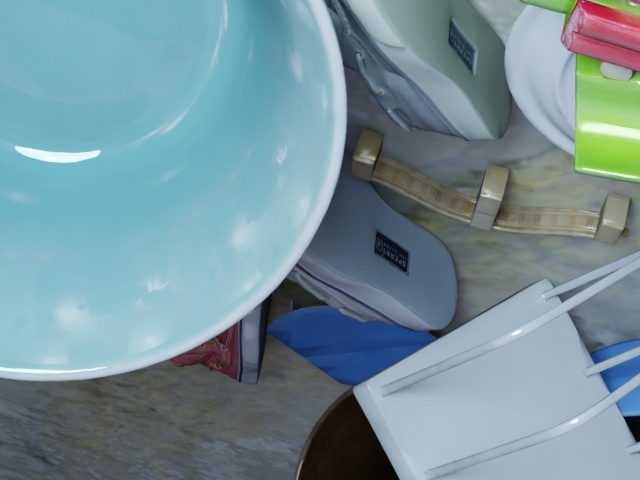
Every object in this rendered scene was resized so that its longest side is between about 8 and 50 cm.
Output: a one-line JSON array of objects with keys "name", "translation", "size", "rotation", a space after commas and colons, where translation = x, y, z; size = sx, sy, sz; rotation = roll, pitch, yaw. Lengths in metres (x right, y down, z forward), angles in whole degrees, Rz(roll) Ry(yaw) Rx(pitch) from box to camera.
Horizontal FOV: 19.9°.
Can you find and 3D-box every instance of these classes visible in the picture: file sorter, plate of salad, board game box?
[{"name": "file sorter", "translation": [0.197, 0.162, 1.220], "size": [0.173, 0.193, 0.277], "rotation": [-31, 87, 52]}, {"name": "plate of salad", "translation": [0.199, -0.094, 0.982], "size": [0.200, 0.048, 0.200], "rotation": [9, 146, 6]}, {"name": "board game box", "translation": [0.043, 0.075, 1.483], "size": [0.133, 0.033, 0.169], "rotation": [-9, 149, 34]}]

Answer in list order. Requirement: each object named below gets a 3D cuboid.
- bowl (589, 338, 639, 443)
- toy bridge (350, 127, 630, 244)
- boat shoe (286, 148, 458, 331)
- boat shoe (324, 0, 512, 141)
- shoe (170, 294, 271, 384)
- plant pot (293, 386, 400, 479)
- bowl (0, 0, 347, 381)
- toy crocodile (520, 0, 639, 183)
[{"name": "bowl", "translation": [0.366, 0.183, 1.456], "size": [0.391, 0.077, 0.391], "rotation": [14, 157, 6]}, {"name": "toy bridge", "translation": [0.112, -0.028, 1.211], "size": [0.188, 0.026, 0.063], "rotation": [15, 159, 3]}, {"name": "boat shoe", "translation": [0.000, 0.000, 1.261], "size": [0.084, 0.095, 0.258], "rotation": [-6, 147, 33]}, {"name": "boat shoe", "translation": [0.033, -0.117, 0.996], "size": [0.081, 0.079, 0.227], "rotation": [-2, 154, 27]}, {"name": "shoe", "translation": [-0.086, 0.076, 1.524], "size": [0.081, 0.063, 0.178], "rotation": [11, 161, 0]}, {"name": "plant pot", "translation": [0.127, 0.241, 1.620], "size": [0.215, 0.215, 0.230], "rotation": [-2, 166, 36]}, {"name": "bowl", "translation": [-0.142, -0.097, 0.959], "size": [0.312, 0.163, 0.311], "rotation": [0, 119, 0]}, {"name": "toy crocodile", "translation": [0.160, -0.147, 0.797], "size": [0.115, 0.105, 0.340], "rotation": [16, 150, 1]}]
